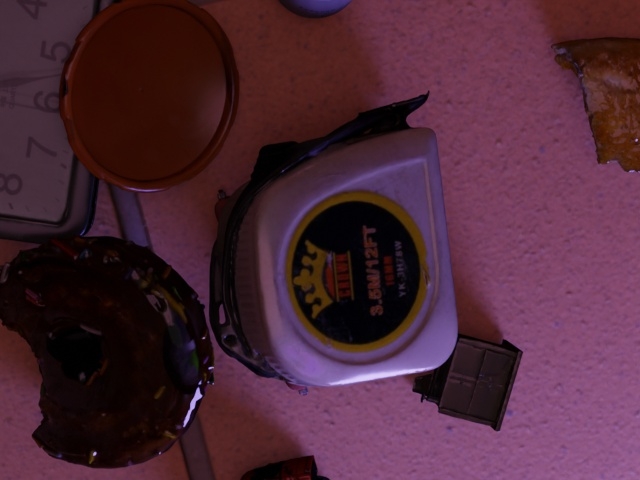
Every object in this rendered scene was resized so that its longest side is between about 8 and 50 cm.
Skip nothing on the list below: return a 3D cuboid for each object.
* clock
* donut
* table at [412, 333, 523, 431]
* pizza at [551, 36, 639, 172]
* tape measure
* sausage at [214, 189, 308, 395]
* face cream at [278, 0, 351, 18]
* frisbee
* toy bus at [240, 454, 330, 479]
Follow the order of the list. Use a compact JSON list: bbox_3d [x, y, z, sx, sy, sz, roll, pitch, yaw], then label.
[{"bbox_3d":[-0.338,-0.143,1.575,0.279,0.049,0.273,8,94,-9],"label":"clock"},{"bbox_3d":[-0.199,0.095,1.565,0.216,0.096,0.230,-25,95,26],"label":"donut"},{"bbox_3d":[0.144,0.134,1.654,0.082,0.070,0.083,15,95,-9],"label":"table"},{"bbox_3d":[0.350,-0.126,1.661,0.271,0.056,0.134,13,92,-10],"label":"pizza"},{"bbox_3d":[0.000,0.000,1.578,0.232,0.133,0.271,-6,93,-26],"label":"tape measure"},{"bbox_3d":[-0.056,0.052,1.641,0.029,0.029,0.223,-23,98,-4],"label":"sausage"},{"bbox_3d":[-0.003,-0.258,1.582,0.091,0.095,0.091,-1,95,-8],"label":"face cream"},{"bbox_3d":[-0.165,-0.141,1.582,0.192,0.035,0.192,-9,106,-32],"label":"frisbee"},{"bbox_3d":[-0.020,0.317,1.651,0.089,0.081,0.195,-11,97,4],"label":"toy bus"}]
